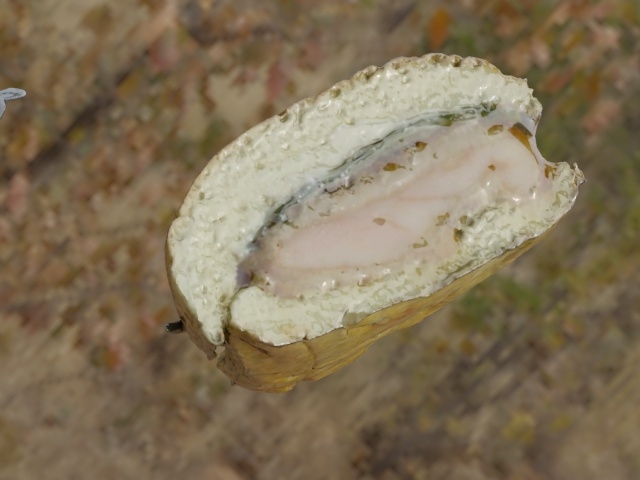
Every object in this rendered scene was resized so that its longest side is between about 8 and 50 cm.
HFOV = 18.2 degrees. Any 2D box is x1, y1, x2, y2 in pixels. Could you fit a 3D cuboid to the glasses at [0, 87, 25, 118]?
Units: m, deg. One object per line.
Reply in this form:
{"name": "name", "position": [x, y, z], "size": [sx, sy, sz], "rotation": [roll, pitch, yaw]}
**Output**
{"name": "glasses", "position": [-0.292, 0.024, 1.694], "size": [0.234, 0.118, 0.268], "rotation": [-92, 174, -52]}

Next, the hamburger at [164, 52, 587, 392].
{"name": "hamburger", "position": [0.000, 0.003, 1.399], "size": [0.330, 0.209, 0.162], "rotation": [-29, 84, -34]}
